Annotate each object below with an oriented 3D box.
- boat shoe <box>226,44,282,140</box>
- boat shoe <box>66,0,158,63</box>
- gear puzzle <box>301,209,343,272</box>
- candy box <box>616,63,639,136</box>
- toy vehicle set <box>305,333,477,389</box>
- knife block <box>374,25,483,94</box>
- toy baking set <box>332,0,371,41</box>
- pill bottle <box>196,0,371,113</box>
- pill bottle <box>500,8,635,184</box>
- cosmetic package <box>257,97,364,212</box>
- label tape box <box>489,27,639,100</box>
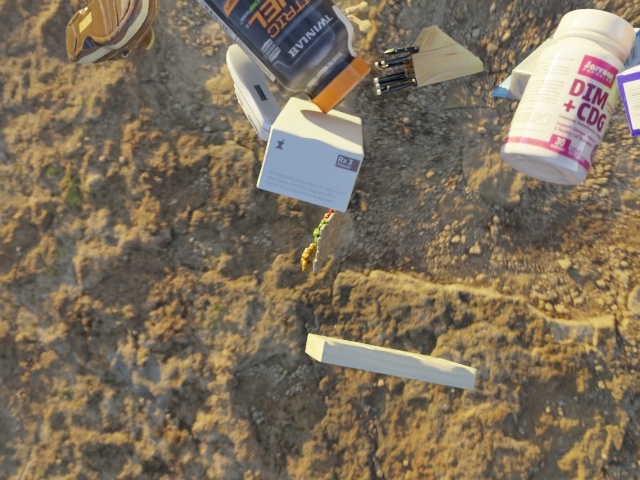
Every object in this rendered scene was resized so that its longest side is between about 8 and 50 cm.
[{"bbox_3d":[-0.179,-0.371,1.486,0.084,0.095,0.258,-43,65,52],"label":"boat shoe"},{"bbox_3d":[-0.291,-0.322,0.874,0.257,0.095,0.095,5,98,49],"label":"boat shoe"},{"bbox_3d":[0.000,0.000,1.780,0.044,0.339,0.176,17,121,12],"label":"gear puzzle"},{"bbox_3d":[0.702,-0.288,0.966,0.268,0.317,0.122,-1,111,55],"label":"candy box"},{"bbox_3d":[0.115,0.210,1.031,0.266,0.166,0.035,12,83,-9],"label":"toy vehicle set"},{"bbox_3d":[0.308,-0.493,1.742,0.275,0.088,0.242,29,97,-18],"label":"knife block"},{"bbox_3d":[0.053,-0.605,1.489,0.196,0.030,0.257,15,87,14],"label":"toy baking set"},{"bbox_3d":[-0.045,-0.284,0.771,0.130,0.130,0.246,-42,100,19],"label":"pill bottle"},{"bbox_3d":[0.456,-0.260,1.081,0.160,0.160,0.283,22,90,12],"label":"pill bottle"},{"bbox_3d":[-0.007,-0.123,0.794,0.117,0.231,0.086,16,113,-2],"label":"cosmetic package"},{"bbox_3d":[0.657,-0.485,1.622,0.240,0.333,0.106,-42,129,-15],"label":"label tape box"}]
